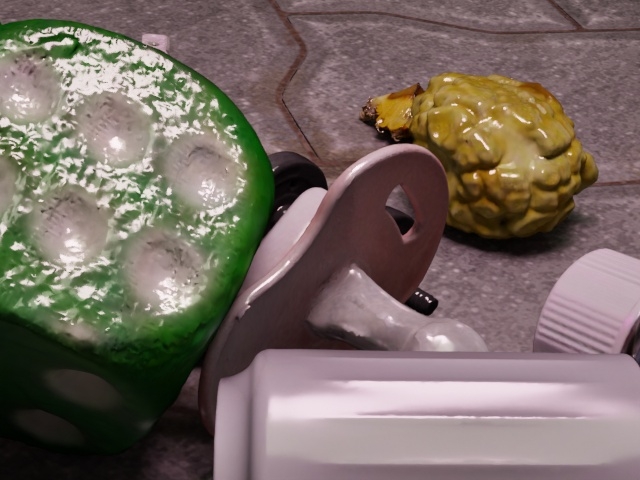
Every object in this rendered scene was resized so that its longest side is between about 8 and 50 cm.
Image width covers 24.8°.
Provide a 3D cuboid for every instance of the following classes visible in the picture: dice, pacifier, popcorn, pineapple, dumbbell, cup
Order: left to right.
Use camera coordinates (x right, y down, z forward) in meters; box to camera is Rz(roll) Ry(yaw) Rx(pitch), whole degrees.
[{"bbox_3d":[-0.231,0.003,1.287,0.297,0.300,0.287,28,58,-13],"label":"dice"},{"bbox_3d":[0.000,0.000,1.588,0.325,0.143,0.143,31,38,35],"label":"dumbbell"},{"bbox_3d":[0.025,0.065,1.336,0.332,0.220,0.273,-50,23,-10],"label":"pacifier"},{"bbox_3d":[0.101,-0.177,1.980,0.114,0.077,0.114,7,24,26],"label":"pineapple"},{"bbox_3d":[0.083,0.227,1.109,0.327,0.236,0.322,0,32,-2],"label":"cup"},{"bbox_3d":[0.216,-0.107,1.777,0.217,0.181,0.235,-13,41,-33],"label":"popcorn"}]

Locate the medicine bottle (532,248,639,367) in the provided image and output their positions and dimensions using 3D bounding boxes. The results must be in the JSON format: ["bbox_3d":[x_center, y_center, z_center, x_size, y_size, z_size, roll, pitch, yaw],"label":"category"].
[{"bbox_3d":[0.389,0.147,1.358,0.395,0.242,0.242,18,30,41],"label":"medicine bottle"}]

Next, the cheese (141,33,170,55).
[{"bbox_3d":[-0.227,-0.233,2.016,0.127,0.050,0.255,4,31,-6],"label":"cheese"}]
